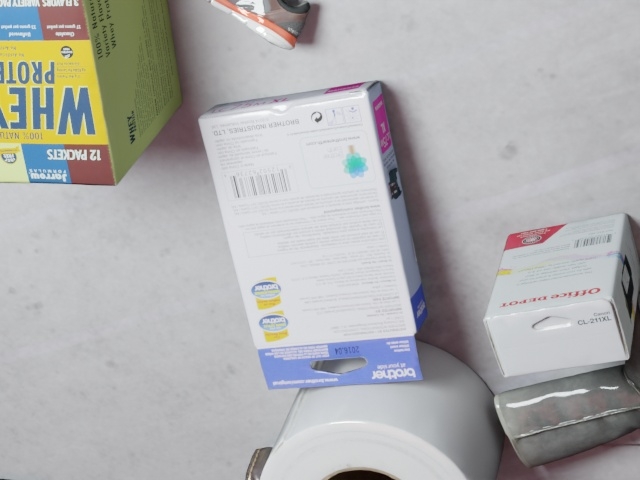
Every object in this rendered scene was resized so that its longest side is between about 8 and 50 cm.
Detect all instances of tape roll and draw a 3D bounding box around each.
[{"bbox_3d":[0.070,0.250,1.665,0.246,0.169,0.246,7,121,12],"label":"tape roll"}]

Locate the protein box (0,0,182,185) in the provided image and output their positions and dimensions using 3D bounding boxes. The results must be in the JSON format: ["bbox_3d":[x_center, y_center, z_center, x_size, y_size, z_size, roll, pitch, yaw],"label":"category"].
[{"bbox_3d":[-0.241,-0.185,1.488,0.136,0.201,0.199,2,119,15],"label":"protein box"}]

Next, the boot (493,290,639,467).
[{"bbox_3d":[0.284,0.149,1.613,0.209,0.076,0.189,-10,113,29],"label":"boot"}]

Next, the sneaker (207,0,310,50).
[{"bbox_3d":[-0.079,-0.252,1.501,0.158,0.061,0.065,33,95,-5],"label":"sneaker"}]

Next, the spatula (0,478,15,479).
[{"bbox_3d":[-0.480,0.313,1.938,0.297,0.030,0.084,-1,116,17],"label":"spatula"}]

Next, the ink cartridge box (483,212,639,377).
[{"bbox_3d":[0.240,0.053,1.500,0.127,0.175,0.072,-10,115,21],"label":"ink cartridge box"}]

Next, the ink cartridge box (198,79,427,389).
[{"bbox_3d":[0.000,0.000,1.582,0.186,0.065,0.311,-7,105,20],"label":"ink cartridge box"}]

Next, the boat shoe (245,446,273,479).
[{"bbox_3d":[-0.111,0.390,1.819,0.130,0.132,0.355,16,121,6],"label":"boat shoe"}]
